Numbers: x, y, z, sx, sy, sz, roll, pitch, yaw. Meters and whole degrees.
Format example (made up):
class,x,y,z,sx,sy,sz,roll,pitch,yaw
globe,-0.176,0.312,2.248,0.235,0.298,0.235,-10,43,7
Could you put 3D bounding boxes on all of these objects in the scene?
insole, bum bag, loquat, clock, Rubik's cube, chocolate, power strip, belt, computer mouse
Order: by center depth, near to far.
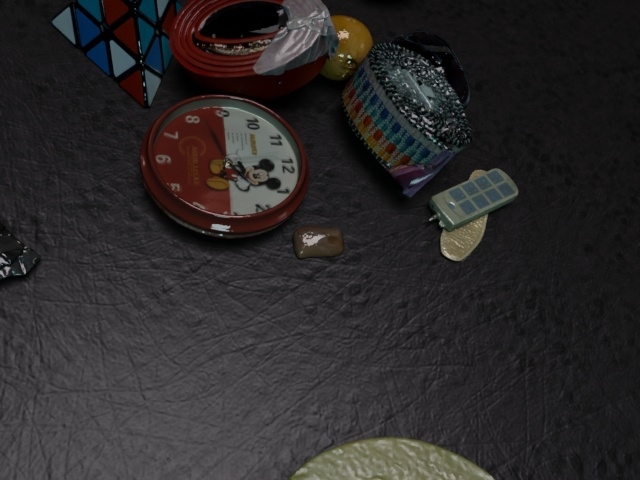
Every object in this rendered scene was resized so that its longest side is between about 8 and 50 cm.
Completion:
class,x,y,z,sx,sy,sz,roll,pitch,yaw
bum bag,-0.559,-0.007,1.076,0.198,0.049,0.087,37,55,7
chocolate,0.000,0.000,1.229,0.101,0.031,0.064,0,67,-16
clock,-0.177,-0.143,1.231,0.319,0.080,0.318,8,56,-12
Rubik's cube,-0.354,-0.383,1.271,0.284,0.250,0.234,-9,85,-24
belt,-0.127,-0.402,1.293,0.324,0.115,0.227,-8,76,7
belt,0.173,-0.248,1.337,0.207,0.160,0.295,-21,71,-42
power strip,0.311,-0.085,1.342,0.227,0.029,0.080,-24,68,-24
insole,0.310,-0.054,1.349,0.081,0.011,0.247,28,59,2
loquat,0.041,-0.409,1.394,0.141,0.141,0.141,6,62,-11
computer mouse,0.243,-0.380,1.456,0.137,0.096,0.233,-29,74,-25

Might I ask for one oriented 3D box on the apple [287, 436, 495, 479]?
class,x,y,z,sx,sy,sz,roll,pitch,yaw
apple,0.092,0.454,0.872,0.361,0.320,0.311,14,99,-1
